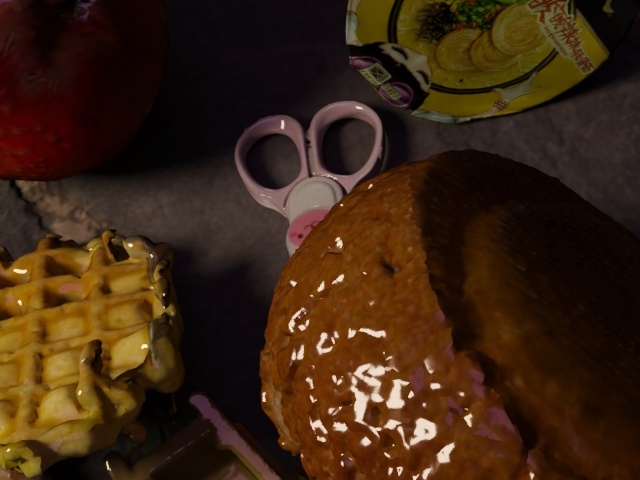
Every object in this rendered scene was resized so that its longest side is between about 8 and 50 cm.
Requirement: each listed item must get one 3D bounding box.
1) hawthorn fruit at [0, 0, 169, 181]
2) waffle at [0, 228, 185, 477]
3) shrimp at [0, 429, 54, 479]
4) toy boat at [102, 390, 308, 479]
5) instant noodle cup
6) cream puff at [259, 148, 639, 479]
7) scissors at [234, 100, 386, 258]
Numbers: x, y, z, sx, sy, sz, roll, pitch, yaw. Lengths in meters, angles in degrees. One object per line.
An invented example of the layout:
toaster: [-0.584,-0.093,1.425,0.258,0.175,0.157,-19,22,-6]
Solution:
hawthorn fruit: [-0.205,-0.152,0.774,0.215,0.249,0.215,9,73,-29]
waffle: [-0.196,0.062,0.690,0.280,0.060,0.262,8,34,36]
shrimp: [-0.319,0.139,0.745,0.294,0.062,0.154,27,75,21]
toy boat: [0.026,0.270,0.549,0.136,0.162,0.445,-37,61,-6]
instant noodle cup: [0.113,-0.242,0.811,0.215,0.216,0.236,-10,51,5]
cream puff: [0.101,0.095,0.591,0.303,0.212,0.303,22,36,-17]
scissors: [0.000,0.000,0.778,0.118,0.030,0.242,-10,58,6]
